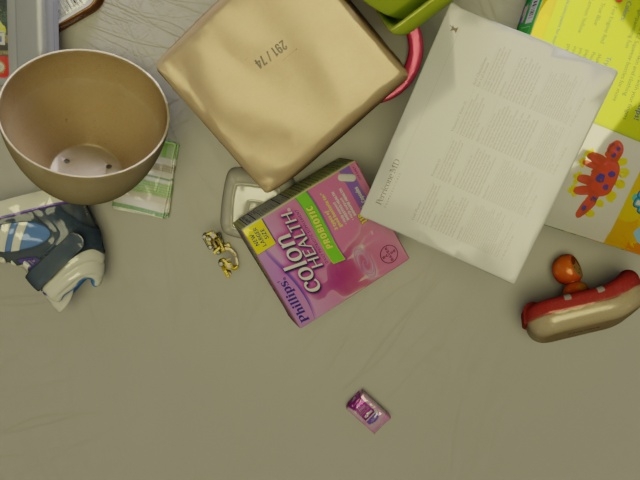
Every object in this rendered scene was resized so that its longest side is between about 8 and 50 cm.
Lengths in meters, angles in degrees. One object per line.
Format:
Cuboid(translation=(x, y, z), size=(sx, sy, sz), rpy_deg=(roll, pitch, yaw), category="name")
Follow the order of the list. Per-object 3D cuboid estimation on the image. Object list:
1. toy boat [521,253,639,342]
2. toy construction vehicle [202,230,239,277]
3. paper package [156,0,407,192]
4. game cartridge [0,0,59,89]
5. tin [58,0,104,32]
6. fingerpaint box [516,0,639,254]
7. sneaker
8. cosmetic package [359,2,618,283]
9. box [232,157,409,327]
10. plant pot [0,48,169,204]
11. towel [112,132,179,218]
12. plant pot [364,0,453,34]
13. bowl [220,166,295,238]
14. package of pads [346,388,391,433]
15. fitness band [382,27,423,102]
Cuboid(translation=(0.488, 0.098, 1.523), size=(0.231, 0.151, 0.151), rpy_deg=(-14, 71, 5), category="toy boat")
Cuboid(translation=(-0.188, 0.020, 1.542), size=(0.035, 0.086, 0.098), rpy_deg=(-29, 98, 1), category="toy construction vehicle")
Cuboid(translation=(-0.060, -0.302, 1.390), size=(0.325, 0.168, 0.309), rpy_deg=(-39, 97, 13), category="paper package")
Cuboid(translation=(-0.626, -0.387, 1.471), size=(0.294, 0.060, 0.196), rpy_deg=(6, 103, 8), category="game cartridge")
Cuboid(translation=(-0.489, -0.450, 1.486), size=(0.189, 0.040, 0.106), rpy_deg=(-28, 103, 7), category="tin")
Cuboid(translation=(0.504, -0.234, 1.429), size=(0.371, 0.163, 0.445), rpy_deg=(17, 103, -1), category="fingerpaint box")
Cuboid(translation=(-0.576, 0.039, 1.535), size=(0.322, 0.130, 0.236), rpy_deg=(-15, 96, -1), category="sneaker")
Cuboid(translation=(0.269, -0.158, 1.330), size=(0.284, 0.097, 0.377), rpy_deg=(25, 103, 5), category="cosmetic package")
Cuboid(translation=(0.000, 0.000, 1.478), size=(0.243, 0.117, 0.214), rpy_deg=(-31, 104, -7), category="box")
Cuboid(translation=(-0.420, -0.172, 1.436), size=(0.284, 0.284, 0.191), rpy_deg=(20, 145, -2), category="plant pot")
Cuboid(translation=(-0.340, -0.124, 1.550), size=(0.113, 0.023, 0.152), rpy_deg=(11, 101, -1), category="towel")
Cuboid(translation=(0.131, -0.480, 1.291), size=(0.227, 0.228, 0.207), rpy_deg=(-36, 125, 15), category="plant pot")
Cuboid(translation=(-0.122, -0.065, 1.540), size=(0.142, 0.053, 0.142), rpy_deg=(8, 102, -1), category="bowl")
Cuboid(translation=(0.097, 0.347, 1.623), size=(0.083, 0.032, 0.050), rpy_deg=(43, 97, -6), category="package of pads")
Cuboid(translation=(0.053, -0.381, 1.472), size=(0.290, 0.054, 0.209), rpy_deg=(37, 100, -4), category="fitness band")
